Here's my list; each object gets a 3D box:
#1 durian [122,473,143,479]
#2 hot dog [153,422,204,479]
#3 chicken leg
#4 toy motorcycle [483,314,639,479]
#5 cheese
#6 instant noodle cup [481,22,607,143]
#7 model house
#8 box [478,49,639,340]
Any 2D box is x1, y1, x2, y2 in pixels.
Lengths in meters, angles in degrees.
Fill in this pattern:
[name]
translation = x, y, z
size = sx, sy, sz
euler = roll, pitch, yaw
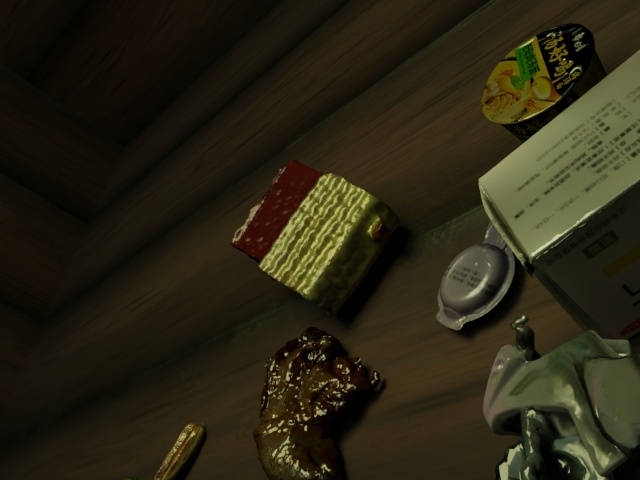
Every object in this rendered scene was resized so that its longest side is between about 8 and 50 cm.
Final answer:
[durian]
translation = -0.311, 0.511, 0.873
size = 0.256, 0.204, 0.339
euler = -33, 24, 7
[hot dog]
translation = -0.240, 0.375, 1.052
size = 0.056, 0.041, 0.133
euler = 1, 52, 54
[chicken leg]
translation = 0.000, 0.248, 0.808
size = 0.177, 0.083, 0.322
euler = -19, 41, 26
[toy motorcycle]
translation = 0.266, 0.111, 0.508
size = 0.327, 0.143, 0.188
euler = -40, 32, 9
[cheese]
translation = 0.210, 0.029, 0.765
size = 0.191, 0.042, 0.105
euler = -55, 31, -4
[instant noodle cup]
translation = 0.300, -0.175, 0.771
size = 0.151, 0.122, 0.151
euler = -37, 32, 28
[model house]
translation = 0.000, 0.000, 0.975
size = 0.196, 0.160, 0.254
euler = -56, 31, -5
[box]
translation = 0.332, -0.068, 0.563
size = 0.333, 0.173, 0.145
euler = -41, 30, 20
